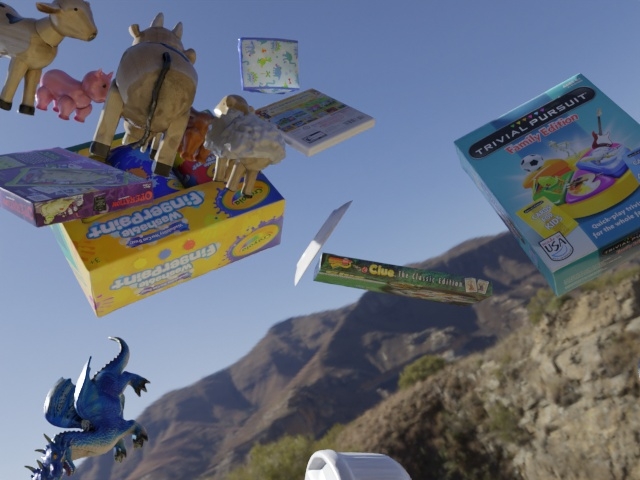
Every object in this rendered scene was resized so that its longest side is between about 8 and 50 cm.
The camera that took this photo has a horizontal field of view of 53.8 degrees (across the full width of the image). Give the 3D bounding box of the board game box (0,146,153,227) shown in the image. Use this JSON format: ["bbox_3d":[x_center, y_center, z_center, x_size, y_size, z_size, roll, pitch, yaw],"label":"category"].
[{"bbox_3d":[-0.483,-0.105,1.127,0.347,0.056,0.208,20,31,40],"label":"board game box"}]

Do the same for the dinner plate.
[{"bbox_3d":[0.000,0.000,0.860,0.141,0.017,0.141,-55,-2,-3],"label":"dinner plate"}]

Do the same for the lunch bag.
[{"bbox_3d":[-0.135,-0.434,1.573,0.151,0.128,0.096,-8,7,-39],"label":"lunch bag"}]

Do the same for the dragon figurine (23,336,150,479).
[{"bbox_3d":[-0.324,0.222,0.886,0.085,0.289,0.144,-34,-46,25],"label":"dragon figurine"}]

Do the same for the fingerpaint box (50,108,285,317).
[{"bbox_3d":[-0.364,-0.086,1.421,0.445,0.371,0.163,-22,-35,-27],"label":"fingerpaint box"}]

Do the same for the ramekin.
[{"bbox_3d":[0.070,0.460,0.984,0.127,0.272,0.273,-3,-21,-17],"label":"ramekin"}]

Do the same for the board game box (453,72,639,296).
[{"bbox_3d":[0.409,-0.105,1.036,0.254,0.336,0.079,-28,-43,5],"label":"board game box"}]

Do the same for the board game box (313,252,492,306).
[{"bbox_3d":[0.122,0.064,0.993,0.260,0.030,0.136,10,-10,-4],"label":"board game box"}]

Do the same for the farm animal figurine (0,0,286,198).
[{"bbox_3d":[-0.232,-0.198,0.760,0.331,0.327,0.172,12,-76,-38],"label":"farm animal figurine"}]

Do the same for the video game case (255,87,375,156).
[{"bbox_3d":[-0.023,-0.278,1.456,0.227,0.206,0.026,-31,-39,-37],"label":"video game case"}]

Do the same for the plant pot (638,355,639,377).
[{"bbox_3d":[0.576,0.123,0.794,0.293,0.293,0.196,-24,-50,-13],"label":"plant pot"}]
